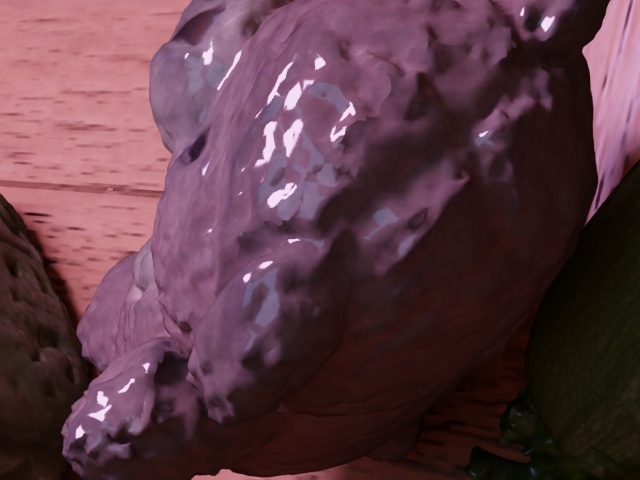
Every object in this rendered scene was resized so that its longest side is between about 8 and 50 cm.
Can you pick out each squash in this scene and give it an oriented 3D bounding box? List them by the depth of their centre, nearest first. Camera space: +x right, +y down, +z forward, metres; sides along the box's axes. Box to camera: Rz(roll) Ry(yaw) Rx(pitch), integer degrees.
[{"bbox_3d":[0.177,-0.033,0.535,0.378,0.101,0.101,-47,47,23],"label":"squash"}]

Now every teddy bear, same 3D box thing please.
[{"bbox_3d":[0.001,0.001,0.592,0.151,0.267,0.236,36,73,9],"label":"teddy bear"}]

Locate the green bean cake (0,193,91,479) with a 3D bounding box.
[{"bbox_3d":[-0.224,0.038,0.823,0.125,0.222,0.227,-40,47,14],"label":"green bean cake"}]
